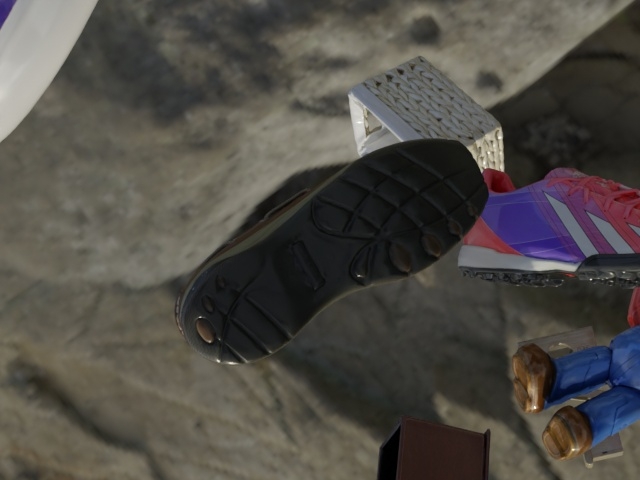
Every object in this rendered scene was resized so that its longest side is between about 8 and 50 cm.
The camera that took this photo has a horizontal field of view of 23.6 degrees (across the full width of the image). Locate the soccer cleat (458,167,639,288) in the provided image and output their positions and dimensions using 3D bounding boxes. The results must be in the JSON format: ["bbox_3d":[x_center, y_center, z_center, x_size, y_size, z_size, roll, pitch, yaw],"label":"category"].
[{"bbox_3d":[0.258,-0.016,1.432,0.318,0.109,0.116,0,81,49],"label":"soccer cleat"}]

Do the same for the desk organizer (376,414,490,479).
[{"bbox_3d":[0.055,0.161,0.805,0.050,0.130,0.047,14,145,-9],"label":"desk organizer"}]

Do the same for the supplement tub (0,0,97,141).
[{"bbox_3d":[-0.263,-0.201,0.691,0.331,0.241,0.241,26,150,-26],"label":"supplement tub"}]

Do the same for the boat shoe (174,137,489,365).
[{"bbox_3d":[0.000,0.000,1.432,0.122,0.324,0.120,66,163,-12],"label":"boat shoe"}]

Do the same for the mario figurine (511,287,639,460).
[{"bbox_3d":[0.371,0.107,1.640,0.198,0.321,0.170,69,163,-3],"label":"mario figurine"}]

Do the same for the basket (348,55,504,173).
[{"bbox_3d":[0.122,-0.113,1.727,0.167,0.103,0.113,47,160,36],"label":"basket"}]

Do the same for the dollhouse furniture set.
[{"bbox_3d":[0.301,0.210,1.877,0.182,0.101,0.160,60,-162,-72],"label":"dollhouse furniture set"}]
